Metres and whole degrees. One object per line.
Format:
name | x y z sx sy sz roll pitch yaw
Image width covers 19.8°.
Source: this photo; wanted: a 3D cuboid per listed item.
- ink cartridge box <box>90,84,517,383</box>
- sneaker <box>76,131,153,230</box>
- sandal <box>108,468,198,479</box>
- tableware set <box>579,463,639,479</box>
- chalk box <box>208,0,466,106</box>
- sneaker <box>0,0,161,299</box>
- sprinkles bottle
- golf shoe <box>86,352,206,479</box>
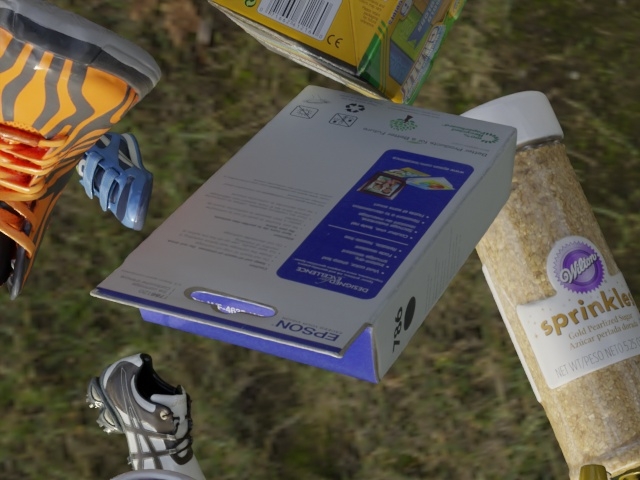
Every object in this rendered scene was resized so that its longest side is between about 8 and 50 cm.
ink cartridge box | 0.000 0.000 1.185 0.165 0.332 0.065 14 120 19
sneaker | -0.187 -0.054 1.649 0.053 0.059 0.144 -70 27 21
sandal | -0.148 0.334 1.109 0.169 0.102 0.416 6 70 5
tableware set | 0.246 0.156 1.220 0.154 0.104 0.024 -10 67 28
chalk box | 0.027 -0.186 1.362 0.132 0.213 0.132 27 92 14
sneaker | -0.201 -0.051 1.242 0.125 0.321 0.180 24 79 -5
sprinkles bottle | 0.219 0.043 1.689 0.121 0.121 0.355 -28 78 28
golf shoe | -0.170 0.213 2.004 0.094 0.077 0.198 -39 89 30
